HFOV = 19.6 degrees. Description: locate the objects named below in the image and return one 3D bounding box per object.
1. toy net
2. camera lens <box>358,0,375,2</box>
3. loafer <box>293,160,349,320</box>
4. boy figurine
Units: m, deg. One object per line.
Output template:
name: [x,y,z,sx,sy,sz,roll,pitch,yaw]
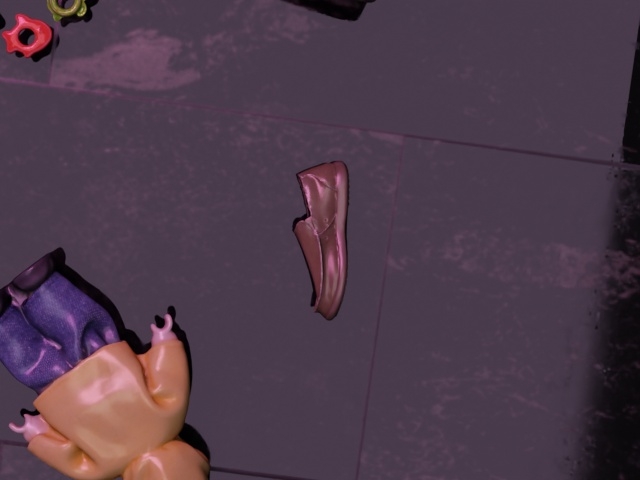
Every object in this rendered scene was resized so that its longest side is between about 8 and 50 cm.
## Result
toy net: [-0.326,-0.197,1.689,0.232,0.045,0.122,-35,96,1]
camera lens: [0.007,-0.370,1.606,0.219,0.219,0.274,22,91,-4]
loafer: [0.000,0.000,1.709,0.050,0.056,0.148,2,83,-2]
boy figurine: [-0.189,0.142,1.686,0.177,0.092,0.285,-41,95,-1]
